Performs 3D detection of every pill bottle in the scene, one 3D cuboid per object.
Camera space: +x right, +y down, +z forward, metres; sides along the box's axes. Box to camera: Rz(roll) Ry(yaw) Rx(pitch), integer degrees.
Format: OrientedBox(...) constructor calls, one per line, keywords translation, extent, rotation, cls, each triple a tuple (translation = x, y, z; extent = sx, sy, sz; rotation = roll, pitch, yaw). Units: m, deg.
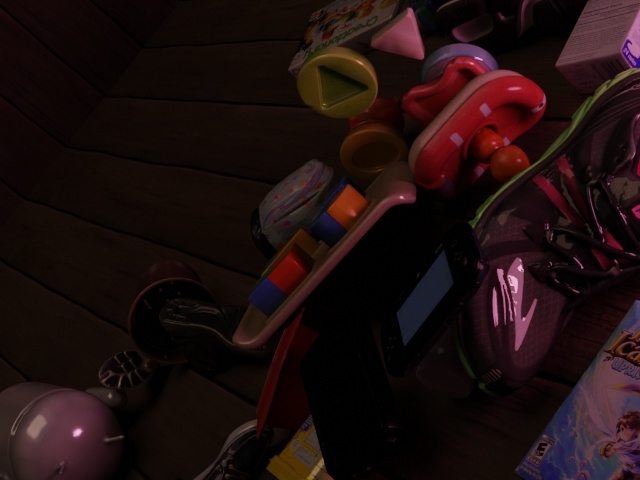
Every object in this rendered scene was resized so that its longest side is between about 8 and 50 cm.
OrientedBox(translation=(0.189, 0.108, 1.451), extent=(0.103, 0.103, 0.184), rotation=(-12, 45, 48), cls="pill bottle")

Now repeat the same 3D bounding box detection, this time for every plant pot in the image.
OrientedBox(translation=(-0.272, 0.120, 2.037), extent=(0.167, 0.167, 0.165), rotation=(-46, 20, 4), cls="plant pot")

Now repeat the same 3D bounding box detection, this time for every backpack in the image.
OrientedBox(translation=(-0.036, -0.054, 1.960), extent=(0.182, 0.115, 0.152), rotation=(-36, 28, 16), cls="backpack")

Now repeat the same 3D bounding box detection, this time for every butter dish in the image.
OrientedBox(translation=(-0.017, 0.205, 1.612), extent=(0.160, 0.118, 0.160), rotation=(-69, -2, -64), cls="butter dish")

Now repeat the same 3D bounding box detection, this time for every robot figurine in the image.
OrientedBox(translation=(-0.479, 0.358, 1.968), extent=(0.300, 0.200, 0.353), rotation=(-42, 23, -30), cls="robot figurine")

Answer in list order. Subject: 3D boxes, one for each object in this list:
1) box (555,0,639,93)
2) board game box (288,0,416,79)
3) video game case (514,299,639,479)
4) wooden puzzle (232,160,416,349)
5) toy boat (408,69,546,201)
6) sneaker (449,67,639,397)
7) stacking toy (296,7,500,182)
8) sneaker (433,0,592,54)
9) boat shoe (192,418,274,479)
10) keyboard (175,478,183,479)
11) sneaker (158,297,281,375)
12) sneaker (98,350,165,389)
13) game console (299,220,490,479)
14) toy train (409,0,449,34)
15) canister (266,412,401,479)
OrientedBox(translation=(0.437, -0.296, 1.645), extent=(0.126, 0.072, 0.137), rotation=(-2, 53, 54), cls="box")
OrientedBox(translation=(0.076, -0.466, 2.384), extent=(0.305, 0.053, 0.193), rotation=(-20, 39, 42), cls="board game box")
OrientedBox(translation=(0.360, 0.201, 1.141), extent=(0.244, 0.061, 0.269), rotation=(-51, 28, -8), cls="video game case")
OrientedBox(translation=(0.000, 0.000, 1.749), extent=(0.348, 0.080, 0.322), rotation=(-43, 5, 13), cls="wooden puzzle")
OrientedBox(translation=(0.255, -0.140, 1.669), extent=(0.231, 0.151, 0.151), rotation=(-47, 58, 2), cls="toy boat")
OrientedBox(translation=(0.327, -0.022, 1.340), extent=(0.483, 0.185, 0.202), rotation=(-54, 25, -8), cls="sneaker")
OrientedBox(translation=(0.126, -0.266, 1.833), extent=(0.309, 0.279, 0.130), rotation=(-24, 37, 30), cls="stacking toy")
OrientedBox(translation=(0.389, -0.476, 1.836), extent=(0.447, 0.169, 0.257), rotation=(-5, 51, 55), cls="sneaker")
OrientedBox(translation=(-0.127, 0.351, 1.637), extent=(0.183, 0.065, 0.083), rotation=(-49, 28, 12), cls="boat shoe")
OrientedBox(translation=(-0.215, 0.457, 1.646), extent=(0.100, 0.038, 0.192), rotation=(-41, 40, 27), cls="keyboard")
OrientedBox(translation=(-0.157, 0.174, 1.890), extent=(0.227, 0.130, 0.087), rotation=(8, 51, 25), cls="sneaker")
OrientedBox(translation=(-0.339, 0.238, 2.027), extent=(0.071, 0.068, 0.170), rotation=(-43, -14, 35), cls="sneaker")
OrientedBox(translation=(0.088, 0.119, 1.374), extent=(0.361, 0.044, 0.213), rotation=(-56, 34, 30), cls="game console")
OrientedBox(translation=(0.268, -0.504, 2.135), extent=(0.248, 0.105, 0.143), rotation=(-54, 13, -17), cls="toy train")
OrientedBox(translation=(0.019, 0.275, 1.512), extent=(0.170, 0.073, 0.126), rotation=(-52, 29, -10), cls="canister")
